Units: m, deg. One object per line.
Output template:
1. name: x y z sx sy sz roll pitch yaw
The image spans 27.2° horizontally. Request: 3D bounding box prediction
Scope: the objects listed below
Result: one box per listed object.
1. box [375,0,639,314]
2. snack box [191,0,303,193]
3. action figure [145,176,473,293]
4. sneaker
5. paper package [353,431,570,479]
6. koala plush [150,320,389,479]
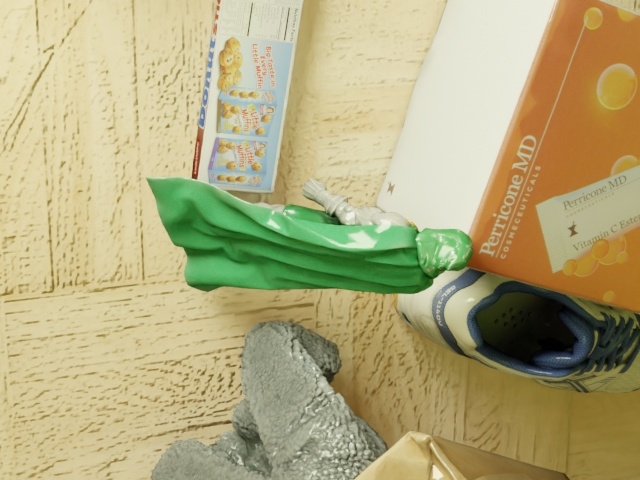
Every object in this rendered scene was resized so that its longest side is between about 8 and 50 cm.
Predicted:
1. box: 0.254 -0.063 1.061 0.345 0.168 0.215 14 102 -23
2. snack box: -0.055 -0.125 1.007 0.064 0.022 0.178 3 106 -22
3. action figure: 0.000 0.000 0.963 0.137 0.232 0.063 64 40 -50
4. sneaker: 0.207 0.086 1.114 0.297 0.131 0.111 12 101 -25
5. paper package: 0.069 0.304 0.942 0.309 0.168 0.325 -44 151 12
6. koala plush: 0.017 0.211 1.064 0.221 0.203 0.196 35 93 -38
